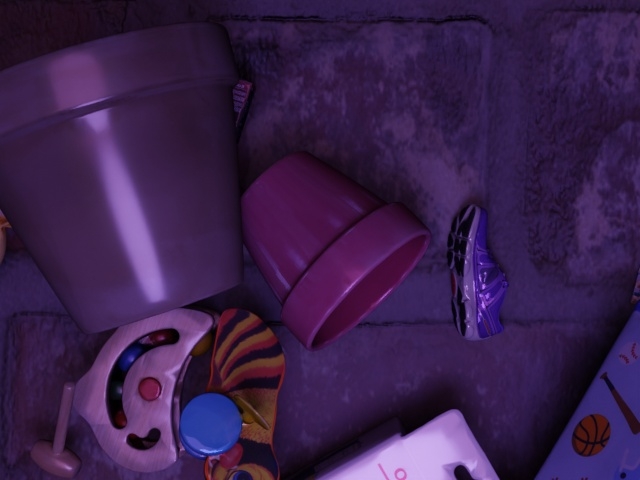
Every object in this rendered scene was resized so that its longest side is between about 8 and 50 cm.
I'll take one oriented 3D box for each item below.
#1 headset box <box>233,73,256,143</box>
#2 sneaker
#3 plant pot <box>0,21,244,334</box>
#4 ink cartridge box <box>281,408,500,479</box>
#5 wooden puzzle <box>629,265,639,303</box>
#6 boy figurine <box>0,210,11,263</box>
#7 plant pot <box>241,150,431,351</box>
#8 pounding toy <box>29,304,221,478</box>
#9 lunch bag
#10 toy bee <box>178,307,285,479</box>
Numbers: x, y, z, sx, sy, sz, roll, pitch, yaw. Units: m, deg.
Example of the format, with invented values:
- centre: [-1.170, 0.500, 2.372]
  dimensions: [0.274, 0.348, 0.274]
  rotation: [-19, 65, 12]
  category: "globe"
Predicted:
- centre: [-0.105, -0.163, 1.363]
  dimensions: [0.032, 0.062, 0.083]
  rotation: [17, 93, 0]
  category: "headset box"
- centre: [0.199, 0.038, 1.372]
  dimensions: [0.071, 0.068, 0.170]
  rotation: [-6, 101, -13]
  category: "sneaker"
- centre: [-0.214, -0.058, 1.230]
  dimensions: [0.323, 0.323, 0.280]
  rotation: [-19, 93, 2]
  category: "plant pot"
- centre: [0.056, 0.359, 1.349]
  dimensions: [0.353, 0.119, 0.207]
  rotation: [-29, 91, 3]
  category: "ink cartridge box"
- centre: [0.417, 0.061, 1.385]
  dimensions: [0.049, 0.006, 0.083]
  rotation: [15, 93, 1]
  category: "wooden puzzle"
- centre: [-0.458, -0.009, 1.364]
  dimensions: [0.285, 0.092, 0.177]
  rotation: [-23, 87, 4]
  category: "boy figurine"
- centre: [0.000, 0.000, 1.313]
  dimensions: [0.201, 0.201, 0.180]
  rotation: [-45, 75, 3]
  category: "plant pot"
- centre: [-0.217, 0.194, 1.331]
  dimensions: [0.154, 0.155, 0.269]
  rotation: [34, 91, 2]
  category: "pounding toy"
- centre: [0.466, 0.308, 1.267]
  dimensions: [0.385, 0.239, 0.328]
  rotation: [35, 88, -30]
  category: "lunch bag"
- centre: [-0.091, 0.240, 1.284]
  dimensions: [0.162, 0.195, 0.298]
  rotation: [21, 94, -3]
  category: "toy bee"
